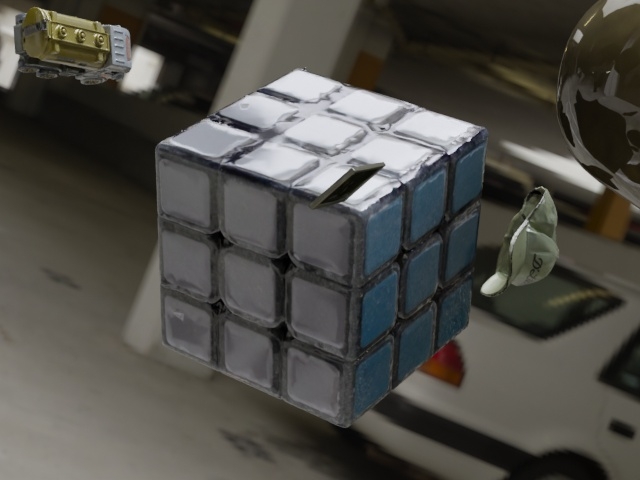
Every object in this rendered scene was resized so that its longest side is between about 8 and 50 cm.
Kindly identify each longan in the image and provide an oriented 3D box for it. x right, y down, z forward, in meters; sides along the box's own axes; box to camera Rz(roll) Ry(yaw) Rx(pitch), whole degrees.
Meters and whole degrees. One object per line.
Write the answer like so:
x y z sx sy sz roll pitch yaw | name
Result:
0.461 -0.161 1.739 0.361 0.361 0.361 22 0 0 | longan

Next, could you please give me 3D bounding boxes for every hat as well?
0.276 0.014 1.935 0.081 0.122 0.166 31 34 9 | hat

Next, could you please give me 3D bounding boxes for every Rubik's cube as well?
0.000 0.000 1.796 0.303 0.305 0.301 19 35 30 | Rubik's cube

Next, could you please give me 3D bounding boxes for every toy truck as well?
-0.219 -0.172 1.281 0.063 0.052 0.123 -9 -7 34 | toy truck

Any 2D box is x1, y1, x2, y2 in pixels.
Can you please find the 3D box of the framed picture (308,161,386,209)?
0.029 -0.057 1.511 0.007 0.066 0.089 53 22 9 | framed picture
